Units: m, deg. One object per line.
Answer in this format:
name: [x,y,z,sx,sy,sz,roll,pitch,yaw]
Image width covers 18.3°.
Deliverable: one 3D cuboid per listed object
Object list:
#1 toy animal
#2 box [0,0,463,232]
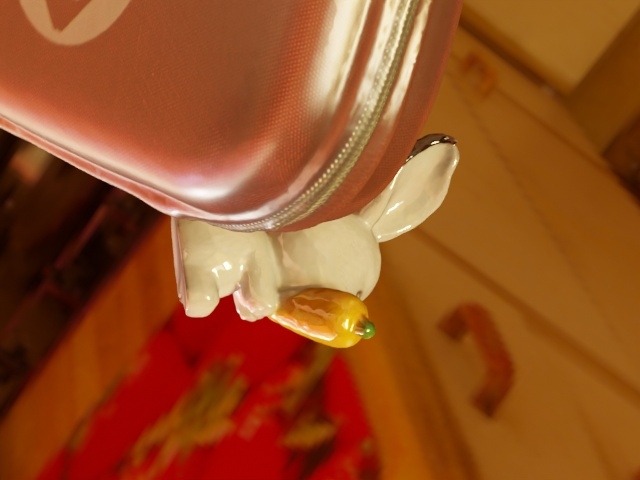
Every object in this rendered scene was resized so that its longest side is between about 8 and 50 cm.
toy animal: [0.000,0.000,1.246,0.131,0.181,0.127,-167,74,-80]
box: [-0.085,-0.159,1.056,0.404,0.108,0.263,24,103,47]
